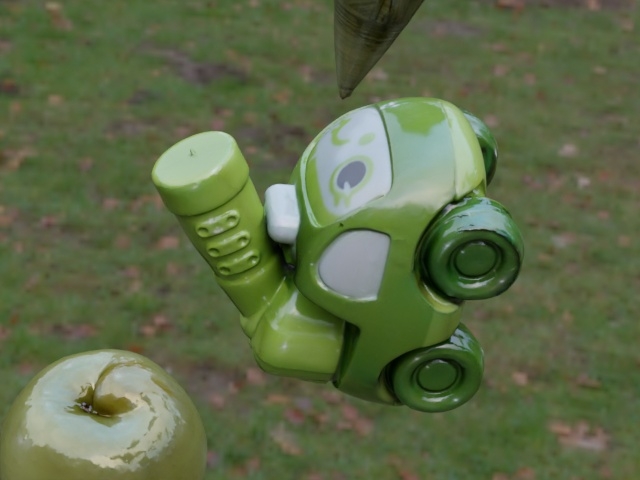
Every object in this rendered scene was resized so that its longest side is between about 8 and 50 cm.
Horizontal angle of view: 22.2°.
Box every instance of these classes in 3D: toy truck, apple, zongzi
[{"bbox_3d":[0.013,0.012,0.994,0.210,0.187,0.148,-8,38,-1],"label":"toy truck"},{"bbox_3d":[-0.194,0.196,1.440,0.200,0.200,0.200,5,21,-2],"label":"apple"},{"bbox_3d":[0.084,-0.211,1.072,0.094,0.204,0.205,20,32,36],"label":"zongzi"}]
